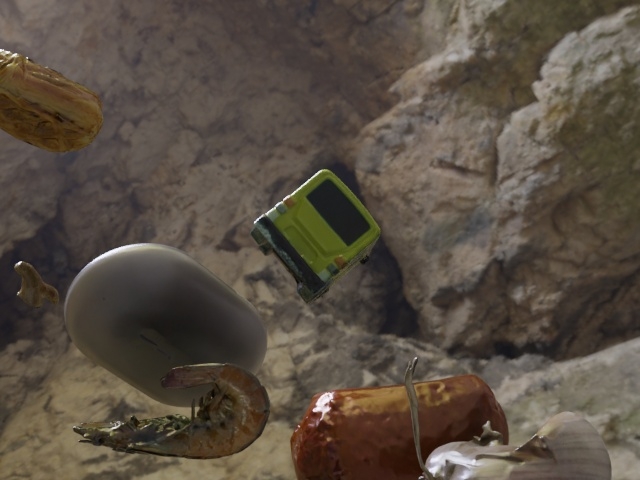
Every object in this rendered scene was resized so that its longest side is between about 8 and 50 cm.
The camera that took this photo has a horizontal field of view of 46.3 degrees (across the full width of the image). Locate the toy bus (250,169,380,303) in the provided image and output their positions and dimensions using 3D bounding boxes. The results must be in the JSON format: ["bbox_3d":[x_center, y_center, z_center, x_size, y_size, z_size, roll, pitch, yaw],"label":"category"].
[{"bbox_3d":[0.000,0.000,1.066,0.128,0.150,0.262,49,176,5],"label":"toy bus"}]

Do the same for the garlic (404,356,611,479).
[{"bbox_3d":[0.152,0.225,0.730,0.257,0.207,0.207,49,-146,6],"label":"garlic"}]

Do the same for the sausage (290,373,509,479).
[{"bbox_3d":[0.098,0.240,0.896,0.268,0.153,0.141,-5,-101,-11],"label":"sausage"}]

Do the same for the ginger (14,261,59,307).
[{"bbox_3d":[-0.452,0.075,1.172,0.048,0.030,0.097,-55,-47,-26],"label":"ginger"}]

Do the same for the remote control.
[{"bbox_3d":[-0.224,0.135,1.124,0.332,0.221,0.103,43,-171,-35],"label":"remote control"}]

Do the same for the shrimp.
[{"bbox_3d":[-0.186,0.220,0.963,0.251,0.144,0.052,0,-160,-24],"label":"shrimp"}]

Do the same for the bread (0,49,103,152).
[{"bbox_3d":[-0.233,-0.110,0.609,0.110,0.083,0.044,26,-119,-38],"label":"bread"}]
